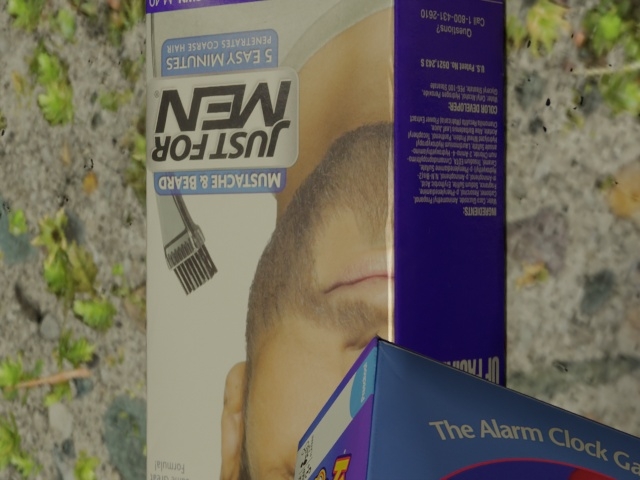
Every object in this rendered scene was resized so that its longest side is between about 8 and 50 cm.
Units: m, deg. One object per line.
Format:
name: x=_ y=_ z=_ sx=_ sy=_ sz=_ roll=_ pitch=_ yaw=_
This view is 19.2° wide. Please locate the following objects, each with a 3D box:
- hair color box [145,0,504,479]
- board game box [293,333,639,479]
hair color box: x=0.000 y=0.000 z=1.052 sx=0.185 sy=0.110 sz=0.339 roll=0 pitch=91 yaw=40
board game box: x=0.151 y=0.200 z=0.714 sx=0.233 sy=0.347 sz=0.078 roll=-82 pitch=19 yaw=-46
